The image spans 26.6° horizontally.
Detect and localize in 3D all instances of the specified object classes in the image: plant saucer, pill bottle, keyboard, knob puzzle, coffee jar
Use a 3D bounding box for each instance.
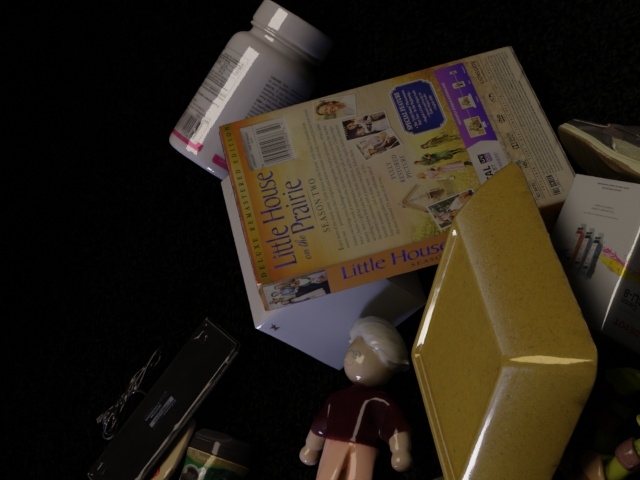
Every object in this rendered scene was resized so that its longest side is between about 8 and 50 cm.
[{"bbox_3d":[0.186,0.134,1.531,0.332,0.081,0.332,-104,20,-47],"label":"plant saucer"},{"bbox_3d":[-0.107,-0.238,2.197,0.283,0.160,0.160,-57,37,5],"label":"pill bottle"},{"bbox_3d":[-0.257,0.258,2.129,0.317,0.033,0.201,-52,36,-3],"label":"keyboard"},{"bbox_3d":[-0.258,0.337,2.106,0.213,0.030,0.213,-34,34,27],"label":"knob puzzle"},{"bbox_3d":[-0.166,0.366,1.947,0.096,0.079,0.184,8,74,52],"label":"coffee jar"}]

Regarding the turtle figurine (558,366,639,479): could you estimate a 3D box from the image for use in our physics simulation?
[{"bbox_3d":[0.306,0.260,1.458,0.269,0.087,0.217,-101,32,-53],"label":"turtle figurine"}]

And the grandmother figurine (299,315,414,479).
[{"bbox_3d":[0.043,0.264,1.759,0.208,0.104,0.342,2,71,40],"label":"grandmother figurine"}]

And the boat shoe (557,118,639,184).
[{"bbox_3d":[0.376,-0.101,1.630,0.073,0.080,0.223,-39,35,-8],"label":"boat shoe"}]

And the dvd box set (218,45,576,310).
[{"bbox_3d":[0.096,-0.088,1.762,0.421,0.062,0.307,-16,47,-2],"label":"dvd box set"}]

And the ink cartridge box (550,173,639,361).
[{"bbox_3d":[0.338,0.034,1.536,0.127,0.128,0.176,17,81,52],"label":"ink cartridge box"}]

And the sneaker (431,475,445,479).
[{"bbox_3d":[0.092,0.413,1.602,0.300,0.111,0.121,-50,43,17],"label":"sneaker"}]

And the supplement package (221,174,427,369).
[{"bbox_3d":[0.000,0.000,1.908,0.177,0.175,0.293,-39,42,23],"label":"supplement package"}]
